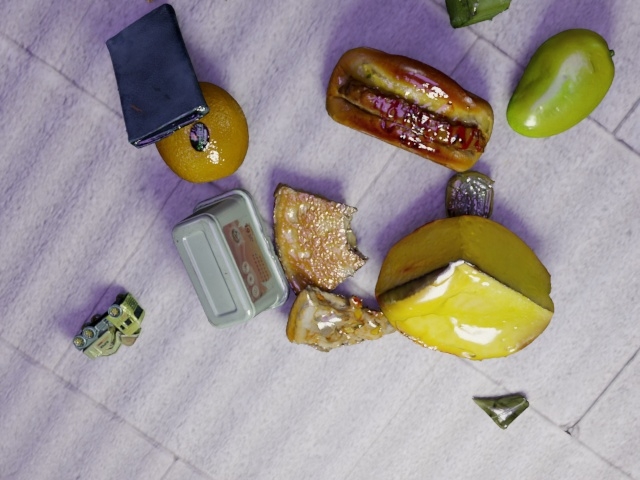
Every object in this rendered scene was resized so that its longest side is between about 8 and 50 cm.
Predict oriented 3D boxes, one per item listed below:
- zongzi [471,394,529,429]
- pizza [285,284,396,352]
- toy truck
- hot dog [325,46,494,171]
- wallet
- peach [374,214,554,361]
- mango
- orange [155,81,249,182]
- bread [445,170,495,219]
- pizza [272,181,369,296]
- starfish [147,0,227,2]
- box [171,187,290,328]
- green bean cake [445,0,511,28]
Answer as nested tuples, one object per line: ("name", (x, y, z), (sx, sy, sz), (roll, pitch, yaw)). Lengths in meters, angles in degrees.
("zongzi", (0.465, 0.413, 1.820), (0.104, 0.052, 0.113), (-45, 83, 1))
("pizza", (0.057, 0.209, 1.746), (0.297, 0.071, 0.189), (15, 120, -26))
("toy truck", (-0.527, 0.230, 1.795), (0.191, 0.085, 0.116), (-39, 106, 11))
("hot dog", (0.210, -0.298, 1.610), (0.405, 0.223, 0.185), (22, 97, -3))
("wallet", (-0.372, -0.373, 1.582), (0.191, 0.046, 0.379), (-27, 55, 7))
("peach", (0.322, 0.107, 1.672), (0.380, 0.242, 0.306), (21, 128, -16))
("mango", (0.555, -0.352, 1.627), (0.185, 0.149, 0.273), (25, 106, -10))
("orange", (-0.276, -0.249, 1.636), (0.236, 0.236, 0.236), (0, 100, 2))
("bread", (0.363, -0.092, 1.720), (0.117, 0.064, 0.156), (-1, 99, 3))
("pizza", (0.000, 0.000, 1.736), (0.223, 0.089, 0.323), (-11, 101, 10))
("starfish", (-0.338, -0.659, 1.650), (0.231, 0.048, 0.295), (-35, 99, -3))
("box", (-0.221, 0.054, 1.683), (0.175, 0.182, 0.312), (-18, 99, 24))
("green bean cake", (0.336, -0.585, 1.561), (0.113, 0.214, 0.200), (-14, 99, -2))
